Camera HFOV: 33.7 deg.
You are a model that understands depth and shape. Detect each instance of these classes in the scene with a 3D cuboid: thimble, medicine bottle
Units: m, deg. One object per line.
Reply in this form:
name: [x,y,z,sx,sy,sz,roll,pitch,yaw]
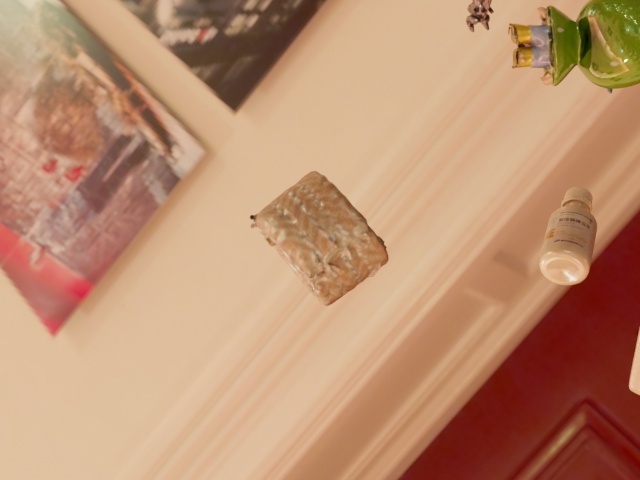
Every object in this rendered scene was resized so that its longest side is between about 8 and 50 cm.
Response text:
thimble: [0.001,0.002,1.731,0.196,0.148,0.229,52,176,-36]
medicine bottle: [0.582,-0.019,2.449,0.114,0.114,0.252,37,-132,-15]

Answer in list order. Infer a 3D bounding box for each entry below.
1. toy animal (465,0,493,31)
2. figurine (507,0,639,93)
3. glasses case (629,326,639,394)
toy animal: [0.300,-0.513,1.964,0.148,0.084,0.233,-99,4,-60]
figurine: [0.441,-0.320,1.711,0.263,0.162,0.143,-4,180,-1]
glasses case: [0.572,0.185,1.798,0.050,0.083,0.196,30,140,35]
